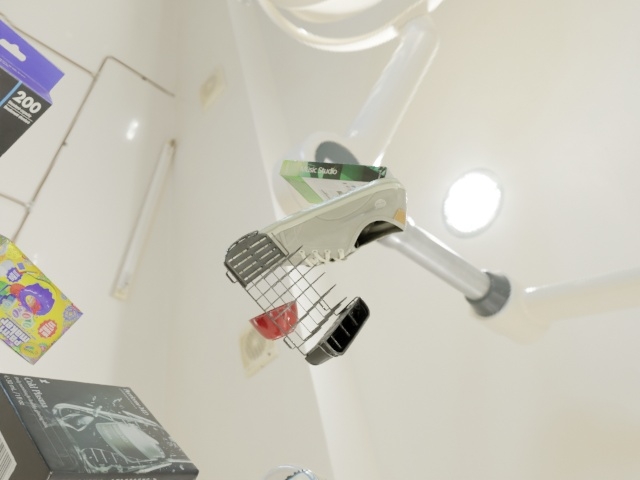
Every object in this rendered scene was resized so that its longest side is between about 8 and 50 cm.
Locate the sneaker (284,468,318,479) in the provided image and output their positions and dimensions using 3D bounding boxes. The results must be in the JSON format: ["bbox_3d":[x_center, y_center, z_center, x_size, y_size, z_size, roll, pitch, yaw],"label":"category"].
[{"bbox_3d":[-0.014,0.523,1.184,0.085,0.237,0.086,-39,-138,-16],"label":"sneaker"}]

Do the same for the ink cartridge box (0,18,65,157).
[{"bbox_3d":[-0.565,-0.260,1.027,0.208,0.206,0.045,-48,-121,-1],"label":"ink cartridge box"}]

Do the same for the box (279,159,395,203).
[{"bbox_3d":[0.071,-0.161,1.795,0.322,0.232,0.058,6,-105,23],"label":"box"}]

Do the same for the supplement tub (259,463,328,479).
[{"bbox_3d":[-0.062,0.829,1.880,0.229,0.316,0.228,-7,-120,13],"label":"supplement tub"}]

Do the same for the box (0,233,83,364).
[{"bbox_3d":[-0.802,0.121,1.508,0.279,0.289,0.177,17,-123,38],"label":"box"}]

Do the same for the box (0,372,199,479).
[{"bbox_3d":[-0.701,0.641,1.747,0.480,0.472,0.297,30,-88,41],"label":"box"}]

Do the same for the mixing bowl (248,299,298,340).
[{"bbox_3d":[-0.146,0.280,2.075,0.181,0.182,0.098,-25,-93,48],"label":"mixing bowl"}]

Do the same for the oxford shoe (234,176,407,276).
[{"bbox_3d":[0.000,0.000,1.405,0.450,0.169,0.130,-23,-108,13],"label":"oxford shoe"}]

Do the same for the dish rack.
[{"bbox_3d":[-0.045,0.087,1.105,0.074,0.271,0.208,-42,179,25],"label":"dish rack"}]
